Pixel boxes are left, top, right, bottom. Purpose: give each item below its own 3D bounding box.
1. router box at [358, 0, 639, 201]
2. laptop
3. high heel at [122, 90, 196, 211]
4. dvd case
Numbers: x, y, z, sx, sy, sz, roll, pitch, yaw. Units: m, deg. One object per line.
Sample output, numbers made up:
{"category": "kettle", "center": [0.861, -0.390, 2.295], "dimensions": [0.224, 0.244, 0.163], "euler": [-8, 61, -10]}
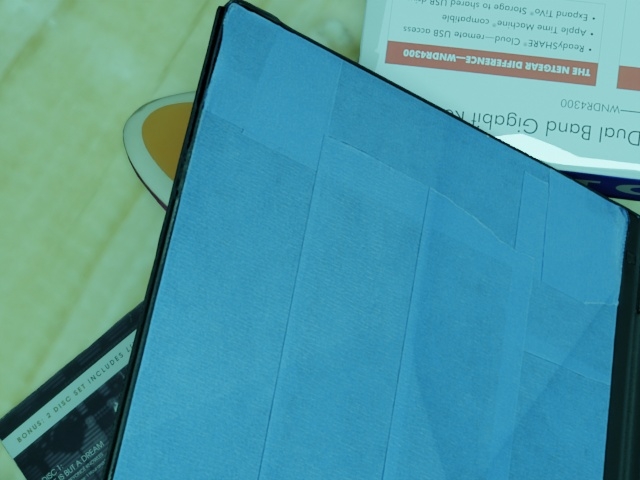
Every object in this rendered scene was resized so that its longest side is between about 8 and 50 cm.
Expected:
{"category": "router box", "center": [0.197, -0.170, 0.921], "dimensions": [0.335, 0.082, 0.301], "euler": [8, 85, 6]}
{"category": "laptop", "center": [0.153, 0.094, 0.703], "dimensions": [0.408, 0.236, 0.382], "euler": [-5, 56, 24]}
{"category": "high heel", "center": [0.000, 0.000, 0.935], "dimensions": [0.244, 0.117, 0.082], "euler": [22, 69, 30]}
{"category": "dvd case", "center": [-0.051, 0.134, 0.919], "dimensions": [0.164, 0.018, 0.221], "euler": [-40, 73, 6]}
